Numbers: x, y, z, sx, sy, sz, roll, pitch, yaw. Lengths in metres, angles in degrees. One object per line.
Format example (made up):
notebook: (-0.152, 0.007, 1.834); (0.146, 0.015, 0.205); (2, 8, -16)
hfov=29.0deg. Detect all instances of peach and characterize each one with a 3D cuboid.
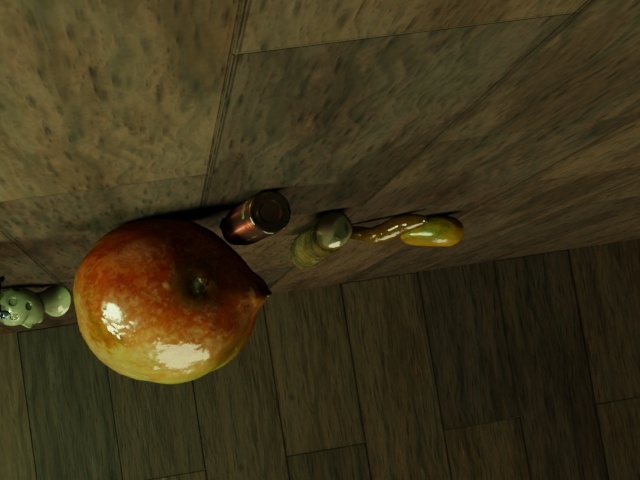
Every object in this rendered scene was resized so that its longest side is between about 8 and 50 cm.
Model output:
peach: (-0.189, 0.075, 1.631); (0.256, 0.232, 0.232); (-13, 174, 19)

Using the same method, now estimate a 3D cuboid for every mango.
mango: (0.197, -0.015, 2.200); (0.114, 0.057, 0.079); (-6, -178, 6)

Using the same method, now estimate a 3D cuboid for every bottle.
bottle: (-0.087, -0.024, 1.609); (0.060, 0.060, 0.164); (-7, 175, -20)

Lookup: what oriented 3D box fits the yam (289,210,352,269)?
yam: (0.000, 0.000, 2.005); (0.066, 0.066, 0.299); (-8, 173, -12)

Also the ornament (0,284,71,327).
ornament: (-0.541, 0.122, 2.311); (0.074, 0.081, 0.156); (-17, 176, 25)

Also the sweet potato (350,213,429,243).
sweet potato: (0.103, -0.016, 2.104); (0.179, 0.044, 0.044); (-11, 174, 23)

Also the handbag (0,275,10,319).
handbag: (-0.546, 0.080, 1.669); (0.260, 0.113, 0.162); (-11, 168, 32)
